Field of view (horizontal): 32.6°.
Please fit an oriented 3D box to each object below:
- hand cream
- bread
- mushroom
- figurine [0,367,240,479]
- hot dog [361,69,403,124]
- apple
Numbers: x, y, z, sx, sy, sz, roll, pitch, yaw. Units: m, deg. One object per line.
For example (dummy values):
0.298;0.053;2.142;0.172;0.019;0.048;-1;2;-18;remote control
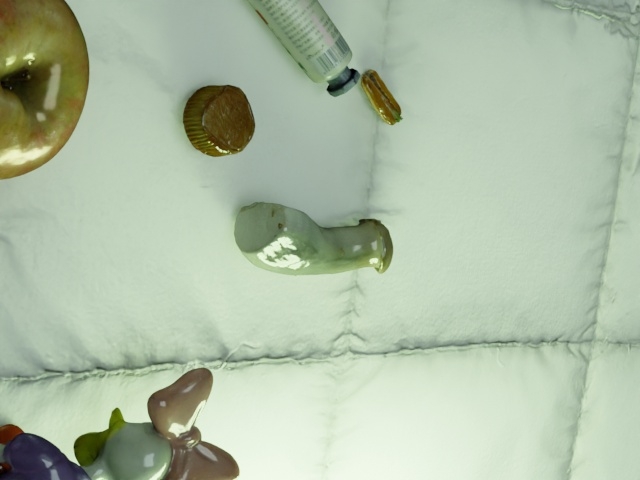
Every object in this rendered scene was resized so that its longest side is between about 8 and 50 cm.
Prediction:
-0.046;-0.284;1.273;0.095;0.059;0.276;-46;117;-16;hand cream
-0.118;-0.137;1.254;0.085;0.053;0.085;-3;94;-43;bread
-0.001;0.004;1.354;0.223;0.081;0.092;11;114;-39;mushroom
-0.295;0.267;1.141;0.421;0.193;0.154;-25;111;-33;figurine
0.076;-0.181;1.399;0.083;0.021;0.037;55;48;-28;hot dog
-0.322;-0.157;1.041;0.209;0.164;0.209;-20;119;-40;apple
